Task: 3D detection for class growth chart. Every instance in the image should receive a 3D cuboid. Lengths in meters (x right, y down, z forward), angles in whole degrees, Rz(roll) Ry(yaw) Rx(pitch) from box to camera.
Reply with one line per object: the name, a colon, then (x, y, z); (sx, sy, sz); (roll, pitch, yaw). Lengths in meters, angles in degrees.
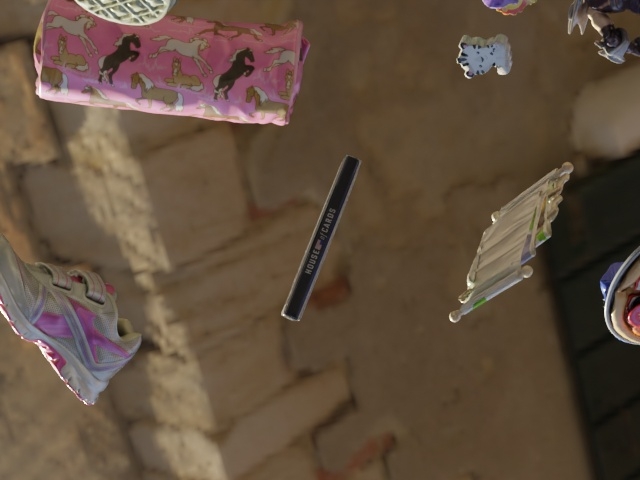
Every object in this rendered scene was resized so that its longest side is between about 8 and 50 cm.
growth chart: (0.263, -0.004, 2.280); (0.172, 0.021, 0.237); (-32, -158, 43)

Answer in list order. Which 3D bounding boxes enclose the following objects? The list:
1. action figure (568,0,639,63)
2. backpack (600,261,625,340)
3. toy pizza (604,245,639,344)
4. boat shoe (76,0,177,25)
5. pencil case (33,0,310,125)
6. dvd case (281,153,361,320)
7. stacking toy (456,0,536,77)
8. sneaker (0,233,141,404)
action figure: (0.419, -0.293, 2.095); (0.099, 0.185, 0.285); (-15, -142, -42)
backpack: (0.490, 0.105, 2.634); (0.098, 0.120, 0.101); (3, -146, 37)
toy pizza: (0.389, 0.044, 1.753); (0.201, 0.201, 0.032); (-18, -130, -12)
boat shoe: (-0.173, -0.422, 1.738); (0.186, 0.500, 0.156); (16, -120, -4)
pencil case: (-0.211, -0.257, 2.398); (0.386, 0.167, 0.160); (7, 167, -3)
dvd case: (0.000, 0.000, 2.390); (0.029, 0.239, 0.179); (22, 176, -1)
stacking toy: (0.160, -0.288, 1.641); (0.052, 0.221, 0.167); (-2, -146, 20)
sneaker: (-0.292, 0.068, 1.889); (0.111, 0.252, 0.103); (-41, -139, -6)
